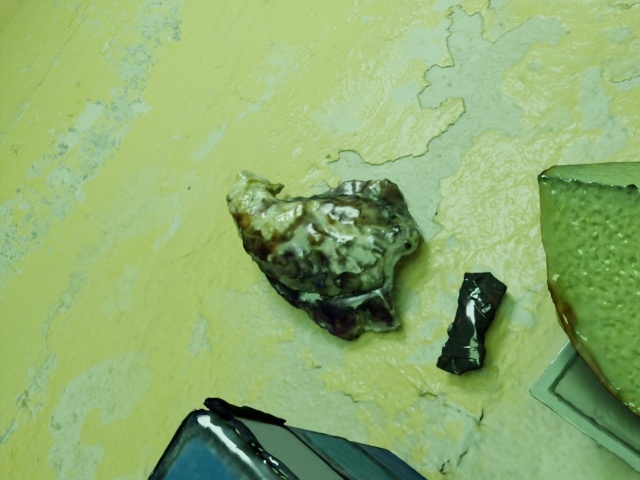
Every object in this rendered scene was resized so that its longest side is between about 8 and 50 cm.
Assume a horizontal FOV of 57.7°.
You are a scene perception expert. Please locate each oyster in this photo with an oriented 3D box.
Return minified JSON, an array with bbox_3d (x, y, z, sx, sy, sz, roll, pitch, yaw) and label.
[{"bbox_3d":[-0.003,-0.005,0.769,0.270,0.100,0.275,-10,57,11],"label":"oyster"}]

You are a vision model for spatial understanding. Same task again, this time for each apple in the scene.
[{"bbox_3d":[0.338,0.034,0.424,0.345,0.179,0.254,14,63,34],"label":"apple"}]

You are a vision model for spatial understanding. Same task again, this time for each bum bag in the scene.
[{"bbox_3d":[0.170,0.091,0.649,0.057,0.034,0.125,7,71,44],"label":"bum bag"}]

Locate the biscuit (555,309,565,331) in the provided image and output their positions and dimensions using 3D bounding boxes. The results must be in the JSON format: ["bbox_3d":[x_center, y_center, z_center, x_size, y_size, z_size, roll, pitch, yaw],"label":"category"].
[{"bbox_3d":[0.330,0.069,0.558,0.184,0.035,0.249,20,79,37],"label":"biscuit"}]

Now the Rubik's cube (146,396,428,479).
[{"bbox_3d":[0.018,0.373,0.409,0.362,0.363,0.359,26,81,37],"label":"Rubik's cube"}]

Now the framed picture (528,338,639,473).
[{"bbox_3d":[0.343,0.132,0.491,0.252,0.014,0.197,36,85,29],"label":"framed picture"}]
